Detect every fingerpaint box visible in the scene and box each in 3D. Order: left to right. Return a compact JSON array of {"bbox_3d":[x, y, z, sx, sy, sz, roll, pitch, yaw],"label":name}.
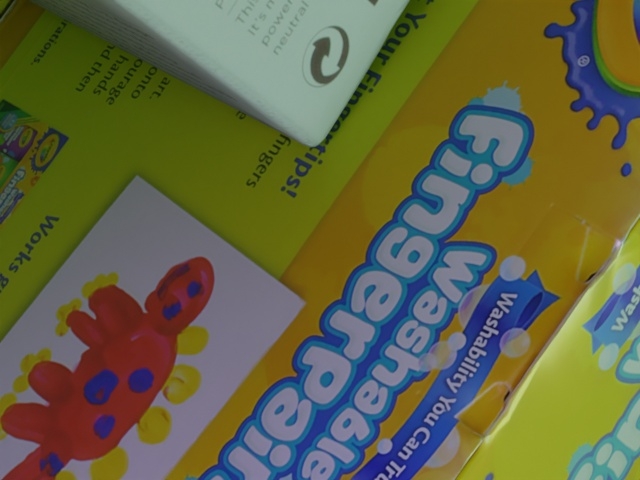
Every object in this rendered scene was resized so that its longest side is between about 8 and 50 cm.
[{"bbox_3d":[0.000,0.000,0.911,0.445,0.371,0.163,-55,141,-7],"label":"fingerpaint box"}]

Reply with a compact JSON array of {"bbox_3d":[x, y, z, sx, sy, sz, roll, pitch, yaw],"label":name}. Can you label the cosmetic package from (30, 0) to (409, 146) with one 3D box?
[{"bbox_3d":[-0.150,-0.223,0.720,0.161,0.230,0.453,-59,142,-2],"label":"cosmetic package"}]
